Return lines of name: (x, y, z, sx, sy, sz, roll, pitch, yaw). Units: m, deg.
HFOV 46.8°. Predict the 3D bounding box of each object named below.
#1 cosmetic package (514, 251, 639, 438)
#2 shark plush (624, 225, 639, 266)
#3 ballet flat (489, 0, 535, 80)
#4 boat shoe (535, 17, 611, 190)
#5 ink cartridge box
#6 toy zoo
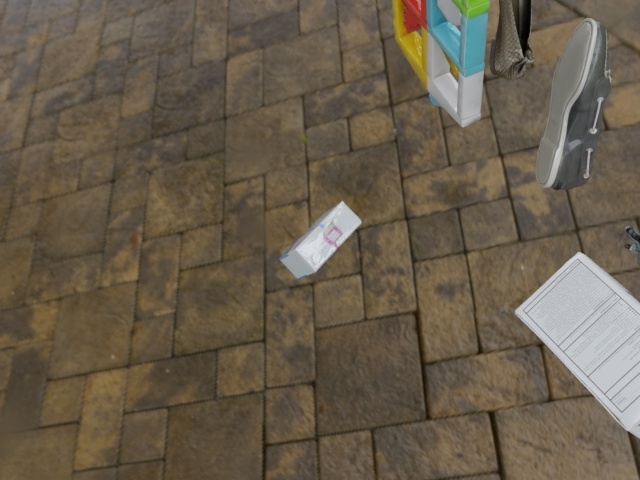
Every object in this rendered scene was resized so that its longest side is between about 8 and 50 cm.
cosmetic package: (0.227, 0.095, 0.508, 0.060, 0.239, 0.099, -45, 50, 11)
shark plush: (0.582, 0.023, 1.335, 0.067, 0.161, 0.073, 15, 88, 46)
ballet flat: (0.282, -0.347, 1.053, 0.084, 0.249, 0.058, -28, 39, -33)
boat shoe: (0.493, -0.250, 1.397, 0.096, 0.335, 0.112, 1, 32, -10)
ink cartridge box: (0.000, 0.000, 1.223, 0.052, 0.088, 0.122, 48, 66, -6)
toy zoo: (0.143, -0.273, 0.919, 0.030, 0.293, 0.192, -24, 58, -7)
